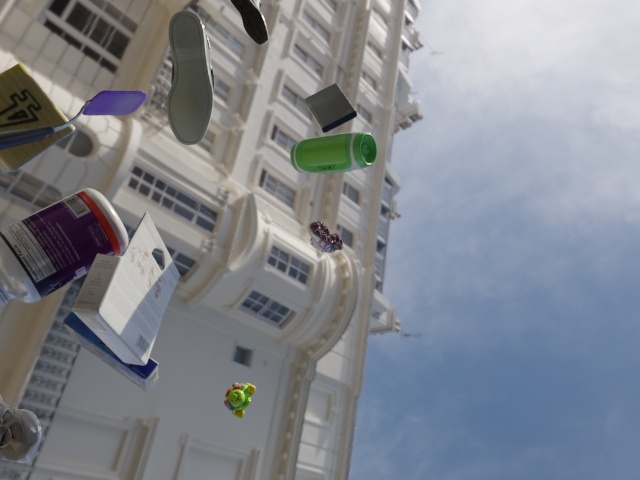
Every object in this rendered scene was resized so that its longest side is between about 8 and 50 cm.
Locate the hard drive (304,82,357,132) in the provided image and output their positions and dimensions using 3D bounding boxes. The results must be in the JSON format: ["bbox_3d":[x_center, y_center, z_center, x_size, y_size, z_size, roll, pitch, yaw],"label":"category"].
[{"bbox_3d":[0.025,-0.333,1.291,0.094,0.022,0.135,-27,-129,1],"label":"hard drive"}]

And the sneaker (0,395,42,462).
[{"bbox_3d":[-0.733,0.406,1.129,0.281,0.115,0.105,17,-97,25],"label":"sneaker"}]

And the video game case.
[{"bbox_3d":[-0.584,0.316,1.456,0.061,0.269,0.244,-54,180,-28],"label":"video game case"}]

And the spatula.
[{"bbox_3d":[-0.377,-0.174,0.751,0.084,0.030,0.296,-24,-167,40],"label":"spatula"}]

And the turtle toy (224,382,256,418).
[{"bbox_3d":[-0.225,0.431,1.408,0.095,0.066,0.130,-65,-169,-18],"label":"turtle toy"}]

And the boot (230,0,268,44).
[{"bbox_3d":[-0.210,-0.755,1.703,0.077,0.198,0.137,-19,-162,27],"label":"boot"}]

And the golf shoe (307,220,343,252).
[{"bbox_3d":[0.000,0.000,1.601,0.086,0.186,0.067,-22,-119,19],"label":"golf shoe"}]

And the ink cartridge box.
[{"bbox_3d":[-0.436,0.116,1.203,0.066,0.296,0.261,7,-123,7],"label":"ink cartridge box"}]

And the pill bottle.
[{"bbox_3d":[-0.632,0.022,1.200,0.323,0.181,0.181,-35,-153,-29],"label":"pill bottle"}]

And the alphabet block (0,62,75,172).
[{"bbox_3d":[-0.787,-0.306,1.315,0.193,0.197,0.192,-46,-151,-25],"label":"alphabet block"}]

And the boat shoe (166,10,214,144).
[{"bbox_3d":[-0.302,-0.377,1.226,0.091,0.114,0.302,-97,-168,-84],"label":"boat shoe"}]

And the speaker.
[{"bbox_3d":[0.041,-0.299,1.770,0.296,0.131,0.131,1,-116,38],"label":"speaker"}]
